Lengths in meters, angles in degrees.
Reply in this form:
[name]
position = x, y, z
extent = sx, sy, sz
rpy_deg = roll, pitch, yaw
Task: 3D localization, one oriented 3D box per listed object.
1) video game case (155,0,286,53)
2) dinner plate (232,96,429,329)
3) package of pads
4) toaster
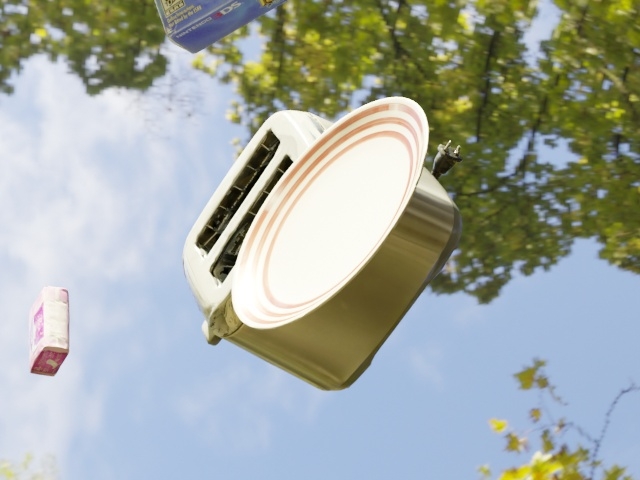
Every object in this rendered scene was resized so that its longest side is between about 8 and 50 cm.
[video game case]
position = -0.065, -0.354, 1.235
extent = 0.270, 0.061, 0.244
rpy_deg = -27, -111, 18
[dinner plate]
position = 0.007, -0.012, 0.641
extent = 0.017, 0.141, 0.141
rpy_deg = 38, -61, -24
[package of pads]
position = -0.277, 0.092, 1.291
extent = 0.050, 0.032, 0.083
rpy_deg = -54, -146, 38
[toaster]
position = 0.000, 0.000, 0.965
extent = 0.227, 0.146, 0.129
rpy_deg = -54, -143, 18
